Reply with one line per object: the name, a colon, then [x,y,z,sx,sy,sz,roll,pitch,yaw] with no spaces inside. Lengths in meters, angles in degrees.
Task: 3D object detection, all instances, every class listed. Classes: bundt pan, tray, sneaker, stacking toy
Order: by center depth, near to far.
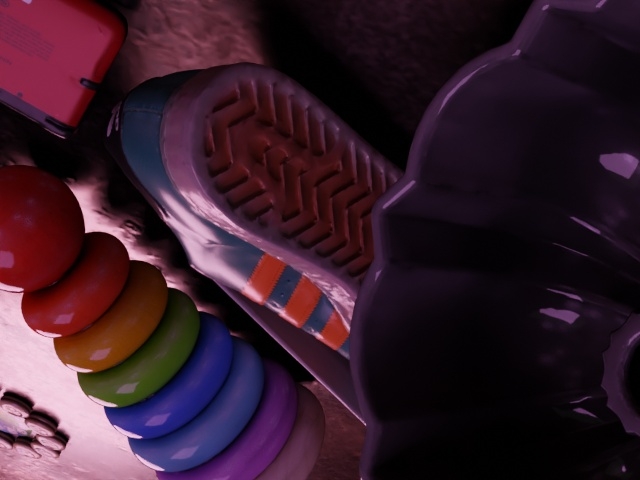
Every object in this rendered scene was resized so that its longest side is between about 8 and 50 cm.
bundt pan: [0.170,0.052,0.488,0.124,0.330,0.331,2,170,-45]
sneaker: [0.000,0.000,0.699,0.121,0.108,0.302,11,154,50]
tray: [0.037,0.108,0.785,0.270,0.030,0.145,42,177,25]
stacking toy: [-0.139,0.070,0.885,0.141,0.141,0.330,-9,130,43]

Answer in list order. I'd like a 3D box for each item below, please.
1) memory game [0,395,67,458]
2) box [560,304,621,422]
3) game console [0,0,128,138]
memory game: [-0.373,0.200,1.340,0.186,0.012,0.186,17,150,10]
box: [0.215,0.202,0.682,0.322,0.079,0.257,60,161,22]
game console: [-0.192,-0.128,0.697,0.144,0.085,0.124,29,118,-12]
